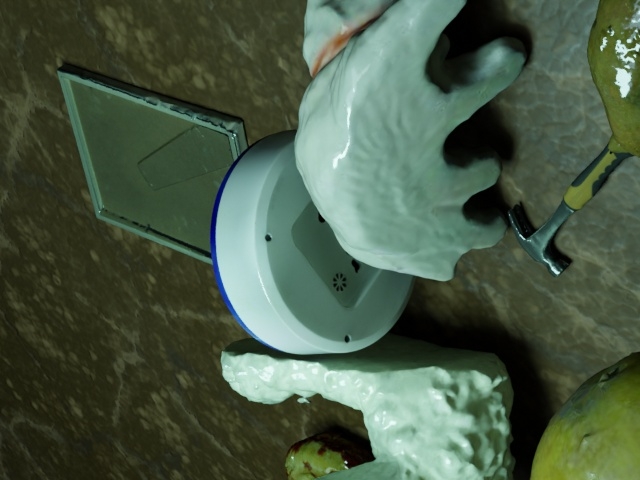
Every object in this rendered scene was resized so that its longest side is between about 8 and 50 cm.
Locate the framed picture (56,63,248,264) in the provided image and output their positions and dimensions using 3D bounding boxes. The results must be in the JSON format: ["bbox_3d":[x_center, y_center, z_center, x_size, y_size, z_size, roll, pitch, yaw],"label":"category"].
[{"bbox_3d":[-0.193,-0.082,1.868,0.315,0.024,0.232,22,136,37],"label":"framed picture"}]

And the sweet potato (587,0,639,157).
[{"bbox_3d":[0.277,-0.163,1.200,0.124,0.098,0.310,19,140,-6],"label":"sweet potato"}]

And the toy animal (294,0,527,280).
[{"bbox_3d":[0.069,-0.117,1.442,0.188,0.266,0.308,40,-171,39],"label":"toy animal"}]

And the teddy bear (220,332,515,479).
[{"bbox_3d":[0.085,0.292,1.629,0.375,0.327,0.362,4,97,32],"label":"teddy bear"}]

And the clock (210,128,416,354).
[{"bbox_3d":[0.000,0.000,1.543,0.083,0.230,0.230,-5,117,45],"label":"clock"}]

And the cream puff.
[{"bbox_3d":[0.026,0.300,1.909,0.149,0.084,0.149,25,135,28],"label":"cream puff"}]

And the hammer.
[{"bbox_3d":[0.235,-0.042,1.420,0.078,0.021,0.201,44,144,10],"label":"hammer"}]

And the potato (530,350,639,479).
[{"bbox_3d":[0.280,0.273,1.396,0.296,0.290,0.397,48,132,-6],"label":"potato"}]
